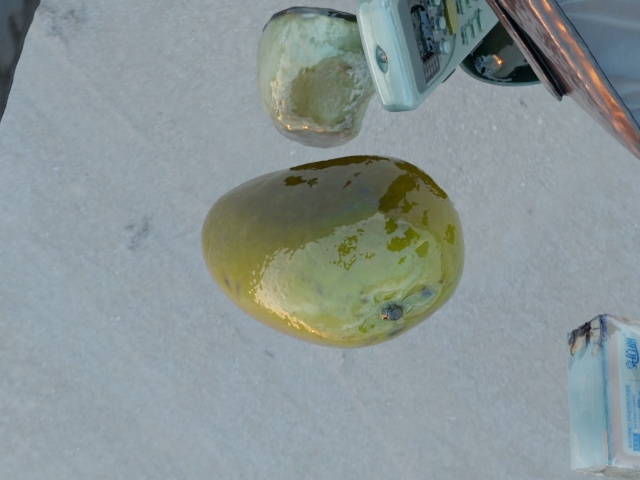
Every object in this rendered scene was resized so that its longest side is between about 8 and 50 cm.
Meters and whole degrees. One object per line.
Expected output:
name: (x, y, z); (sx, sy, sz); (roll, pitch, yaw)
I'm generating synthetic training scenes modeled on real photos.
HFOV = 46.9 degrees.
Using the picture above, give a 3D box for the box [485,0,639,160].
box: (0.144, -0.184, 0.334); (0.188, 0.153, 0.252); (-35, 119, 16)

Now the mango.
mango: (0.000, 0.000, 0.914); (0.365, 0.253, 0.182); (15, 145, 33)

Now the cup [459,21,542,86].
cup: (0.327, -0.511, 1.312); (0.401, 0.392, 0.310); (5, 154, -23)

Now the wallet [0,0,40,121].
wallet: (-0.218, -0.091, 0.173); (0.042, 0.310, 0.165); (24, 96, 39)

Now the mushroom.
mushroom: (-0.012, -0.236, 1.137); (0.190, 0.267, 0.164); (11, 83, -26)

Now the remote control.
remote control: (0.139, -0.266, 0.856); (0.056, 0.296, 0.140); (6, 127, 35)

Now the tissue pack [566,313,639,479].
tissue pack: (0.195, 0.101, 0.458); (0.074, 0.094, 0.058); (12, 157, -8)
